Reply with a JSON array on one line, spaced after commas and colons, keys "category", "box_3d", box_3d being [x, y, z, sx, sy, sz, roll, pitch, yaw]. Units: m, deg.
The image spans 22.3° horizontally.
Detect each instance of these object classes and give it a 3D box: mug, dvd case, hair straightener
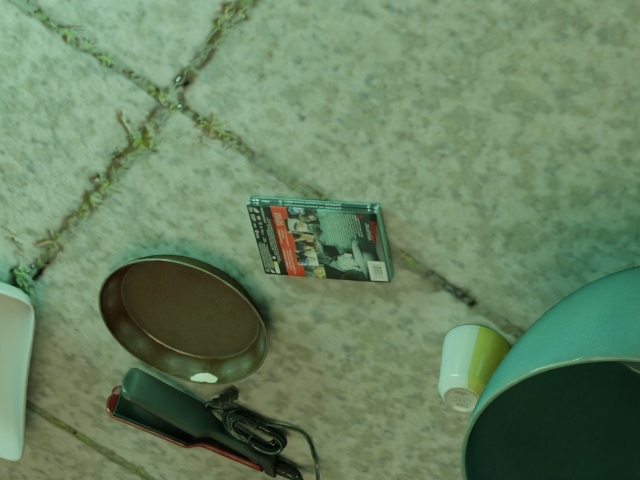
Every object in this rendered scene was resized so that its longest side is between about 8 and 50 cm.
[{"category": "mug", "box_3d": [0.138, 0.116, 1.443, 0.062, 0.064, 0.078, 40, 134, -18]}, {"category": "dvd case", "box_3d": [0.000, 0.000, 1.420, 0.119, 0.013, 0.087, 4, 135, 20]}, {"category": "hair straightener", "box_3d": [-0.097, 0.190, 1.625, 0.230, 0.047, 0.089, 29, 137, -8]}]

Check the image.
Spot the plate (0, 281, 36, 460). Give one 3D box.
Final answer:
[{"category": "plate", "box_3d": [-0.420, 0.094, 1.662, 0.278, 0.045, 0.277, 19, 137, 3]}]

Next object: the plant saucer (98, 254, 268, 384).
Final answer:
[{"category": "plant saucer", "box_3d": [-0.125, 0.070, 1.530, 0.168, 0.029, 0.168, 12, 137, 12]}]

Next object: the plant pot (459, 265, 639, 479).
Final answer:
[{"category": "plant pot", "box_3d": [0.275, 0.132, 1.302, 0.290, 0.195, 0.290, 12, 133, 13]}]
